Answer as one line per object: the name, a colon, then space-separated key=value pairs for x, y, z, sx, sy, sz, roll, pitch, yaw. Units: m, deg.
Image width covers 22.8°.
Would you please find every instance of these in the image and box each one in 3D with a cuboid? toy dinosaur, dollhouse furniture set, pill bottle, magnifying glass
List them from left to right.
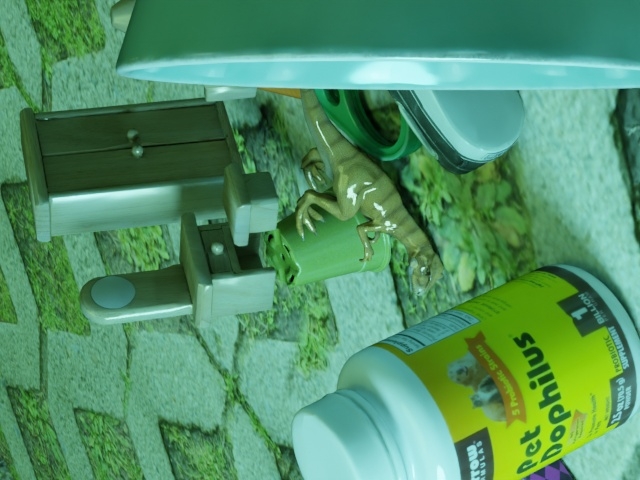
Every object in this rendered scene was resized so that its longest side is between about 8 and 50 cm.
dollhouse furniture set: x=-0.138 y=-0.155 z=1.191 sx=0.355 sy=0.174 sz=0.303 roll=98 pitch=160 yaw=-47
magnifying glass: x=0.007 y=-0.116 z=1.216 sx=0.231 sy=0.026 sz=0.092 roll=23 pitch=131 yaw=57
toy dinosaur: x=0.020 y=-0.052 z=1.180 sx=0.112 sy=0.064 sz=0.211 roll=-13 pitch=123 yaw=47
pill bottle: x=0.093 y=0.103 z=1.006 sx=0.117 sy=0.215 sz=0.117 roll=44 pitch=147 yaw=40

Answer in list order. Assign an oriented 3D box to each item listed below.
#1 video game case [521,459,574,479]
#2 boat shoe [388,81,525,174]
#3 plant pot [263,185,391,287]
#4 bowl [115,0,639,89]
video game case: x=0.175 y=0.275 z=1.190 sx=0.232 sy=0.042 sz=0.210 roll=56 pitch=151 yaw=22
boat shoe: x=0.052 y=-0.143 z=1.045 sx=0.219 sy=0.078 sz=0.070 roll=63 pitch=153 yaw=4
plant pot: x=0.000 y=0.000 z=1.262 sx=0.083 sy=0.079 sz=0.083 roll=45 pitch=147 yaw=41
bowl: x=0.048 y=-0.164 z=0.838 sx=0.311 sy=0.311 sz=0.163 roll=5 pitch=95 yaw=62
